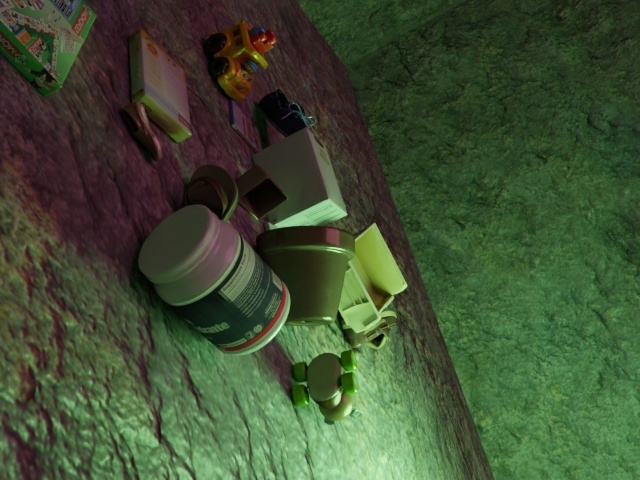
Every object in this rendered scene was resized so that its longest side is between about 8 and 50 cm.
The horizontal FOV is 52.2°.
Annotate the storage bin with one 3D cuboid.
[{"bbox_3d":[0.137,0.116,2.064,0.260,0.123,0.262,61,31,-6],"label":"storage bin"}]

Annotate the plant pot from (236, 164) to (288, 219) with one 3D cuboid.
[{"bbox_3d":[-0.174,-0.145,1.828,0.109,0.109,0.096,46,12,-47],"label":"plant pot"}]

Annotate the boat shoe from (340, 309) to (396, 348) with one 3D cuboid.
[{"bbox_3d":[0.176,0.310,2.223,0.342,0.123,0.123,9,65,-65],"label":"boat shoe"}]

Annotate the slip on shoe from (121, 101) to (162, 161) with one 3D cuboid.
[{"bbox_3d":[-0.386,-0.232,1.413,0.041,0.051,0.135,-26,102,-34],"label":"slip on shoe"}]

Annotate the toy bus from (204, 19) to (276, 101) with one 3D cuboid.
[{"bbox_3d":[-0.234,-0.578,2.053,0.149,0.212,0.220,41,31,-57],"label":"toy bus"}]

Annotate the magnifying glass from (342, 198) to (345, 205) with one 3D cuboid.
[{"bbox_3d":[0.006,-0.162,2.430,0.231,0.092,0.026,36,35,-39],"label":"magnifying glass"}]

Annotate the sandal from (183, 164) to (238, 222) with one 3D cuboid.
[{"bbox_3d":[-0.252,-0.086,1.442,0.302,0.120,0.086,-90,178,-53],"label":"sandal"}]

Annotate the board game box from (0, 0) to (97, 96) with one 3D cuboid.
[{"bbox_3d":[-0.539,-0.437,1.224,0.213,0.046,0.317,53,20,-37],"label":"board game box"}]

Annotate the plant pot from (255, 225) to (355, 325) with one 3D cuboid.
[{"bbox_3d":[-0.038,0.101,1.699,0.263,0.263,0.229,30,56,-62],"label":"plant pot"}]

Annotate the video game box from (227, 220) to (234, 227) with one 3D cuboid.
[{"bbox_3d":[-0.220,0.040,1.520,0.205,0.048,0.187,56,17,-27],"label":"video game box"}]

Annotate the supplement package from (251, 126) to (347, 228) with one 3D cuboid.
[{"bbox_3d":[-0.066,-0.172,1.999,0.145,0.204,0.261,32,37,-60],"label":"supplement package"}]

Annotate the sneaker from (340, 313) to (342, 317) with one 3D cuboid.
[{"bbox_3d":[0.121,0.187,2.237,0.111,0.103,0.252,69,17,7],"label":"sneaker"}]

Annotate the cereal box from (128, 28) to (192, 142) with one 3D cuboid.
[{"bbox_3d":[-0.389,-0.375,1.583,0.173,0.047,0.240,43,28,-51],"label":"cereal box"}]

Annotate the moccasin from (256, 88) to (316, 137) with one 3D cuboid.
[{"bbox_3d":[-0.109,-0.418,2.186,0.342,0.117,0.138,49,8,39],"label":"moccasin"}]

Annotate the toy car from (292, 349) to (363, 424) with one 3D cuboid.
[{"bbox_3d":[0.035,0.390,1.640,0.149,0.155,0.188,-89,159,-55],"label":"toy car"}]

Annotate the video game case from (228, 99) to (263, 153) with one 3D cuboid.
[{"bbox_3d":[-0.235,-0.354,2.070,0.166,0.015,0.119,46,24,-46],"label":"video game case"}]

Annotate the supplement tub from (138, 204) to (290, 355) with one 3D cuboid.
[{"bbox_3d":[-0.201,0.080,1.271,0.272,0.191,0.191,52,22,-37],"label":"supplement tub"}]

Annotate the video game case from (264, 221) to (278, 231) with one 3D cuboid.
[{"bbox_3d":[-0.106,0.032,1.914,0.157,0.019,0.143,35,35,-60],"label":"video game case"}]
